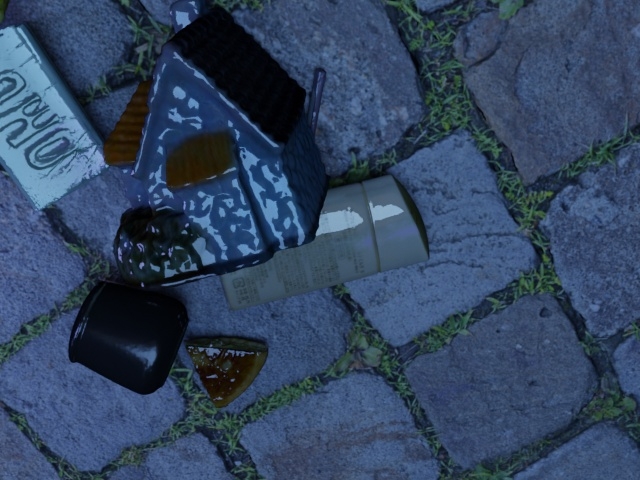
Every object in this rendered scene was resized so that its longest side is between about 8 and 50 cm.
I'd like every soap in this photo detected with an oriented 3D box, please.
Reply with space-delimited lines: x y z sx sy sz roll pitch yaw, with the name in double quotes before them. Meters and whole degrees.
"soap" -0.441 -0.189 1.415 0.150 0.094 0.261 -34 114 -8

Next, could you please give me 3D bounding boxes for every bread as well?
"bread" -0.155 0.214 1.652 0.136 0.054 0.154 -21 119 9

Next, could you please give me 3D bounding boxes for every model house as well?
"model house" -0.173 -0.160 1.311 0.298 0.360 0.339 -10 111 11

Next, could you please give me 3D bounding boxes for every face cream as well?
"face cream" 0.000 0.000 1.522 0.349 0.081 0.173 -15 118 -3

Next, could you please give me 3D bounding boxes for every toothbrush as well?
"toothbrush" -0.023 -0.108 1.524 0.029 0.024 0.353 5 115 -10

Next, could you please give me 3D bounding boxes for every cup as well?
"cup" -0.329 0.174 1.582 0.177 0.169 0.223 19 144 -6

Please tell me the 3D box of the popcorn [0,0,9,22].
"popcorn" -0.525 -0.378 1.305 0.188 0.185 0.167 -14 156 -14
